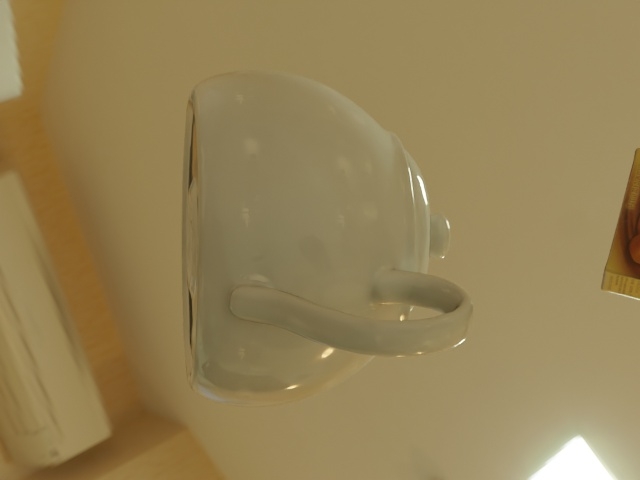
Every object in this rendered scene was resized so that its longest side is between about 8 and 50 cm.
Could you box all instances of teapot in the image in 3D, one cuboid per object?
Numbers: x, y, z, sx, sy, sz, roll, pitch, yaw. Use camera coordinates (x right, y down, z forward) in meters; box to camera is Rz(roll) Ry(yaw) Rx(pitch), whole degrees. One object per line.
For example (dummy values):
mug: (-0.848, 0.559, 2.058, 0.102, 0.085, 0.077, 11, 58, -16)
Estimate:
teapot: (0.000, 0.000, 0.921, 0.252, 0.187, 0.256, 108, -19, -63)

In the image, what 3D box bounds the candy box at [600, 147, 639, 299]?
candy box: (0.320, 0.005, 1.007, 0.186, 0.109, 0.053, 14, -19, 13)
